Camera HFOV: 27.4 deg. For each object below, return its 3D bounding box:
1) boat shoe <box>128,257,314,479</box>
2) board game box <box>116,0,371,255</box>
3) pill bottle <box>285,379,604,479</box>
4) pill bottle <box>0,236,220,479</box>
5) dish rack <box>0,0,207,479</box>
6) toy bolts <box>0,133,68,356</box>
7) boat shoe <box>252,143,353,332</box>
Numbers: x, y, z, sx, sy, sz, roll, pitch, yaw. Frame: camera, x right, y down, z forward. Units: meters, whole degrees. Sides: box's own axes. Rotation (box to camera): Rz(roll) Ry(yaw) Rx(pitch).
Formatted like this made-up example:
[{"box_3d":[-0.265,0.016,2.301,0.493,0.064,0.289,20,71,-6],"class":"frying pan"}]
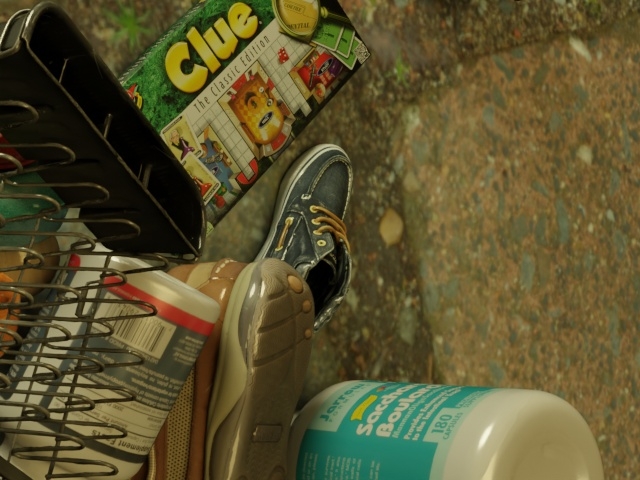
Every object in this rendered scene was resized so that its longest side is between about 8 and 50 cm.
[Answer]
[{"box_3d":[-0.093,0.168,0.948,0.123,0.116,0.324,35,66,-64],"class":"boat shoe"},{"box_3d":[-0.069,-0.123,1.039,0.136,0.030,0.259,54,57,-23],"class":"board game box"},{"box_3d":[0.068,0.180,0.985,0.146,0.264,0.146,3,85,-42],"class":"pill bottle"},{"box_3d":[-0.152,0.099,0.868,0.108,0.108,0.180,29,87,-36],"class":"pill bottle"},{"box_3d":[-0.155,0.041,0.682,0.208,0.074,0.271,55,38,-51],"class":"dish rack"},{"box_3d":[-0.253,-0.004,0.817,0.228,0.218,0.158,-50,147,-54],"class":"toy bolts"},{"box_3d":[0.000,0.000,1.054,0.065,0.083,0.183,39,63,-33],"class":"boat shoe"}]
